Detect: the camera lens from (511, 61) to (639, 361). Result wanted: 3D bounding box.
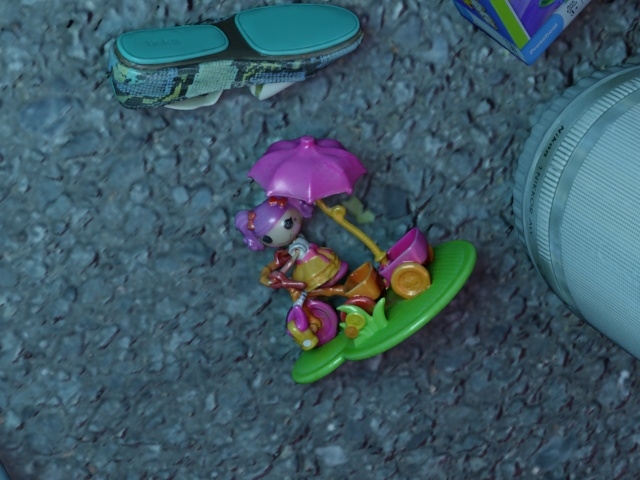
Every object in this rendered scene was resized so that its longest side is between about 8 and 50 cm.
[{"bbox_3d":[0.291,-0.006,1.482,0.219,0.274,0.219,-7,111,-20],"label":"camera lens"}]

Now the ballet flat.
[{"bbox_3d":[-0.062,-0.127,1.421,0.188,0.070,0.070,-7,111,-18],"label":"ballet flat"}]

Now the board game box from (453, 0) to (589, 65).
[{"bbox_3d":[0.206,-0.314,1.386,0.347,0.078,0.233,-48,152,-1],"label":"board game box"}]

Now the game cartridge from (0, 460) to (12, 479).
[{"bbox_3d":[-0.344,0.228,1.344,0.297,0.198,0.062,-31,118,-11],"label":"game cartridge"}]

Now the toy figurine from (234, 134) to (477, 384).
[{"bbox_3d":[0.000,0.000,1.476,0.173,0.130,0.159,-35,106,19],"label":"toy figurine"}]
